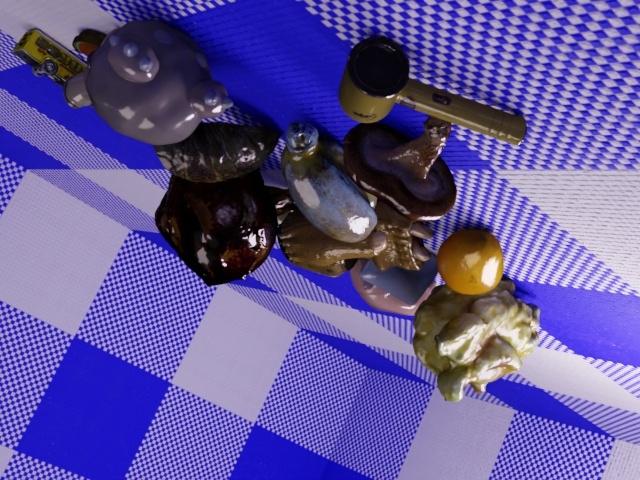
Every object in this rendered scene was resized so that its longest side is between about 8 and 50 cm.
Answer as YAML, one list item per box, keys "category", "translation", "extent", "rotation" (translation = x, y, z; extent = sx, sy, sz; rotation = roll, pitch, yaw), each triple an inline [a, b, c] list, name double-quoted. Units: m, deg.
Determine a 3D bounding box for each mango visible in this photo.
- category: "mango"
  translation: [0.319, 0.039, 1.902]
  extent: [0.144, 0.112, 0.219]
  rotation: [24, 155, 7]

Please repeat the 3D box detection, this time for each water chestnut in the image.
- category: "water chestnut"
  translation: [-0.208, -0.069, 2.115]
  extent: [0.335, 0.346, 0.335]
  rotation: [48, 155, 31]

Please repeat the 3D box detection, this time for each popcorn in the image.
- category: "popcorn"
  translation: [0.352, 0.210, 2.133]
  extent: [0.335, 0.275, 0.279]
  rotation: [1, -163, -26]

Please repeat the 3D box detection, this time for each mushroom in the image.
- category: "mushroom"
  translation: [0.168, -0.135, 1.496]
  extent: [0.226, 0.148, 0.217]
  rotation: [24, 152, -19]

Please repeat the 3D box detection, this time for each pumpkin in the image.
- category: "pumpkin"
  translation: [-0.191, -0.178, 1.797]
  extent: [0.163, 0.111, 0.278]
  rotation: [-8, 167, 37]

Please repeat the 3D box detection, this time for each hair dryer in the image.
- category: "hair dryer"
  translation: [0.164, -0.197, 1.326]
  extent: [0.278, 0.090, 0.135]
  rotation: [19, 167, -1]

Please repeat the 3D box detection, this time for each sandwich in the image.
- category: "sandwich"
  translation: [-0.447, -0.388, 1.790]
  extent: [0.135, 0.029, 0.067]
  rotation: [10, 166, 45]

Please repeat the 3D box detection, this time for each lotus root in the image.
- category: "lotus root"
  translation: [0.000, -0.115, 1.758]
  extent: [0.139, 0.158, 0.322]
  rotation: [-13, 142, 28]

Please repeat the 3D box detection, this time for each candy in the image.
- category: "candy"
  translation: [0.194, 0.068, 2.173]
  extent: [0.174, 0.138, 0.071]
  rotation: [30, -169, -24]

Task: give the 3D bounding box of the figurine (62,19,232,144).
- category: "figurine"
  translation: [-0.339, -0.279, 1.639]
  extent: [0.248, 0.203, 0.380]
  rotation: [30, 168, -36]

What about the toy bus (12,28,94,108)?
- category: "toy bus"
  translation: [-0.556, -0.366, 1.977]
  extent: [0.226, 0.074, 0.081]
  rotation: [34, 163, -33]

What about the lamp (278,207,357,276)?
- category: "lamp"
  translation: [0.000, 0.000, 2.207]
  extent: [0.185, 0.161, 0.161]
  rotation: [18, 165, 22]

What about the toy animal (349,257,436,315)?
- category: "toy animal"
  translation: [0.171, 0.105, 2.314]
  extent: [0.250, 0.154, 0.166]
  rotation: [37, 171, -32]

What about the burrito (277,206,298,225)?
- category: "burrito"
  translation: [-0.057, -0.051, 2.323]
  extent: [0.229, 0.063, 0.058]
  rotation: [24, -165, -2]

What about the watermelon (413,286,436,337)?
- category: "watermelon"
  translation: [0.330, 0.199, 2.498]
  extent: [0.145, 0.192, 0.137]
  rotation: [63, -175, -67]

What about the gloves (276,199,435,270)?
- category: "gloves"
  translation: [0.077, -0.015, 1.991]
  extent: [0.356, 0.156, 0.203]
  rotation: [4, 178, 21]
